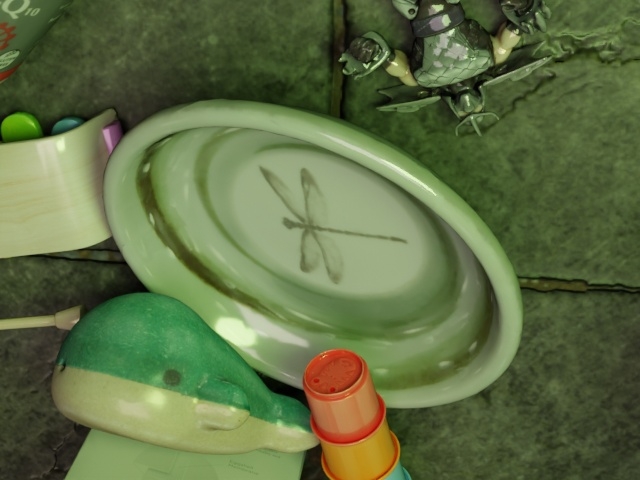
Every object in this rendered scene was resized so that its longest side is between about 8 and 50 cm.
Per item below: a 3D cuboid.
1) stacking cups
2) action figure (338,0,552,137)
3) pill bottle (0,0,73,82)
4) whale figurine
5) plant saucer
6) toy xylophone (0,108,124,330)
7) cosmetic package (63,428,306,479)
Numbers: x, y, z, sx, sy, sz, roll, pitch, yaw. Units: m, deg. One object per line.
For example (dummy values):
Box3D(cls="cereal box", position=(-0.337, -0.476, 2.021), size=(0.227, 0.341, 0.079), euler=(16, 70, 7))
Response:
Box3D(cls="stacking cups", position=(0.051, 0.231, 1.172), size=(0.096, 0.096, 0.316), euler=(-5, 129, 11))
Box3D(cls="action figure", position=(0.093, -0.212, 1.000), size=(0.185, 0.099, 0.285), euler=(-19, 115, 7))
Box3D(cls="pill bottle", position=(-0.245, -0.298, 0.916), size=(0.210, 0.210, 0.363), euler=(43, 124, -12))
Box3D(cls="whale figurine", position=(-0.123, 0.136, 1.141), size=(0.272, 0.216, 0.141), euler=(18, 78, -28))
Box3D(cls="plant saucer", position=(0.000, 0.000, 1.061), size=(0.400, 0.100, 0.400), euler=(18, 145, 13))
Box3D(cls="toy xylophone", position=(-0.340, -0.021, 1.160), size=(0.323, 0.081, 0.236), euler=(1, 115, 8))
Box3D(cls="cosmetic package", position=(-0.147, 0.282, 1.195), size=(0.224, 0.224, 0.138), euler=(17, 118, 1))
